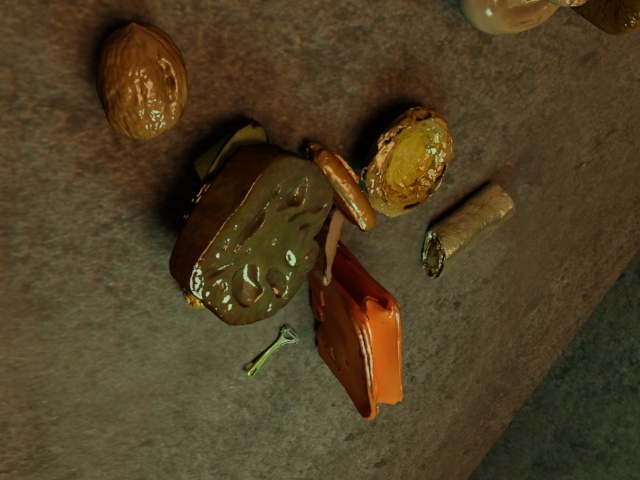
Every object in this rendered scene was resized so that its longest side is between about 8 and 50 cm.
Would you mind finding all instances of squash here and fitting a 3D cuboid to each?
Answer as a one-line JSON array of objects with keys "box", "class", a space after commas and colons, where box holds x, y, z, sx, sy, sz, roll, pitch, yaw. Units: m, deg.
[{"box": [-0.180, -0.153, 1.294, 0.184, 0.085, 0.192, -63, 156, -18], "class": "squash"}]

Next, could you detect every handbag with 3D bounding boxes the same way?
[{"box": [0.076, 0.219, 1.615, 0.116, 0.303, 0.410, -25, 133, -19], "class": "handbag"}]

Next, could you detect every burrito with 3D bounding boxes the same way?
[{"box": [0.400, -0.026, 1.826, 0.299, 0.105, 0.143, -38, 142, -10], "class": "burrito"}]

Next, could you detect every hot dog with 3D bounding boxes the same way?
[{"box": [0.048, -0.122, 1.438, 0.076, 0.104, 0.250, -40, 118, -6], "class": "hot dog"}]

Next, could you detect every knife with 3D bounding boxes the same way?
[{"box": [-0.129, 0.295, 1.717, 0.166, 0.022, 0.078, -43, 132, -4], "class": "knife"}]

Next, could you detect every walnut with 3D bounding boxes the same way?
[{"box": [-0.288, -0.259, 1.059, 0.155, 0.155, 0.184, -17, 132, -28], "class": "walnut"}]

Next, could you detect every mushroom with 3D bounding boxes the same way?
[{"box": [0.427, -0.532, 1.301, 0.293, 0.290, 0.292, -17, 130, -22], "class": "mushroom"}, {"box": [-0.001, 0.000, 1.491, 0.072, 0.094, 0.209, 44, 51, -44], "class": "mushroom"}]

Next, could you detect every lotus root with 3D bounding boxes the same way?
[{"box": [-0.132, -0.003, 1.293, 0.375, 0.111, 0.390, -25, 137, -41], "class": "lotus root"}]

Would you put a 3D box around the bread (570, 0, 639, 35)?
[{"box": [0.660, -0.594, 1.464, 0.142, 0.253, 0.227, -39, 161, -14], "class": "bread"}]

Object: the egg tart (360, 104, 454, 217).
[{"box": [0.184, -0.186, 1.528, 0.291, 0.107, 0.290, -24, 134, -28], "class": "egg tart"}]

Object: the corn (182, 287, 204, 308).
[{"box": [-0.207, 0.088, 1.458, 0.203, 0.072, 0.072, -25, 135, -23], "class": "corn"}]
